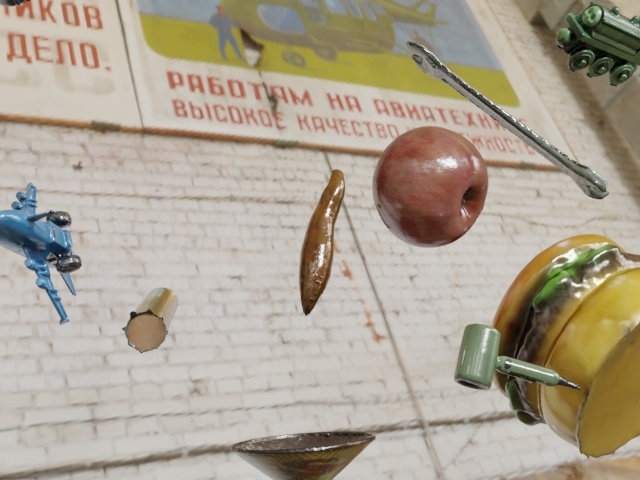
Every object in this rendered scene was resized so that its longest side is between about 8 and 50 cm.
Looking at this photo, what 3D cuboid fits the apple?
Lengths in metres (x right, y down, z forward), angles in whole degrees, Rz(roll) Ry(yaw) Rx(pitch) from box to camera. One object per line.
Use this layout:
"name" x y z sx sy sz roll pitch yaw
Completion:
"apple" 0.142 -0.065 1.008 0.153 0.120 0.153 -22 -59 -41

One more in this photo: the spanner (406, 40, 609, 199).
"spanner" 0.222 -0.147 0.962 0.017 0.302 0.071 -50 -11 -1

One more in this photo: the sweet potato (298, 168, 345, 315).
"sweet potato" -0.001 0.000 1.318 0.057 0.265 0.057 8 -25 4

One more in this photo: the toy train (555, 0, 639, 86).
"toy train" 0.433 -0.300 1.199 0.170 0.071 0.111 10 -43 -32

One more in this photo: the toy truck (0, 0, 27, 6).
"toy truck" -0.406 -0.357 0.954 0.088 0.201 0.074 -43 -26 -13

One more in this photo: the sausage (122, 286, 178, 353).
"sausage" -0.329 0.141 1.591 0.082 0.082 0.371 -17 7 -4

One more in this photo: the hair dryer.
"hair dryer" 0.238 0.152 0.953 0.150 0.071 0.047 16 -19 4

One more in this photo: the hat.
"hat" -0.019 0.299 1.046 0.193 0.082 0.193 -5 -8 -1

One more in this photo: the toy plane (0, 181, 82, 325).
"toy plane" -0.451 0.003 1.289 0.105 0.254 0.271 -17 -17 -8

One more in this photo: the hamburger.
"hamburger" 0.489 0.183 1.488 0.395 0.277 0.396 -19 -54 -29
